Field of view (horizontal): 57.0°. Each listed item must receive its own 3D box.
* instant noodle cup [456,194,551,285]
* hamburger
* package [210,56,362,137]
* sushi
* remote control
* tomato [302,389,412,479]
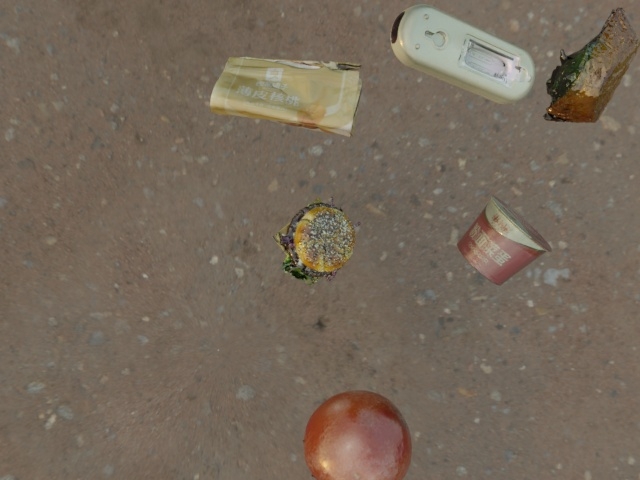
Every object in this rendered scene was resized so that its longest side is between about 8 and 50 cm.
[{"bbox_3d":[0.527,0.009,1.726,0.234,0.235,0.178,40,109,-1],"label":"instant noodle cup"},{"bbox_3d":[-0.001,0.004,1.233,0.164,0.093,0.190,42,74,-17],"label":"hamburger"},{"bbox_3d":[-0.066,-0.339,1.333,0.311,0.221,0.165,10,101,5],"label":"package"},{"bbox_3d":[0.625,-0.393,1.386,0.149,0.287,0.140,-16,46,-34],"label":"sushi"},{"bbox_3d":[0.195,-0.244,0.782,0.221,0.042,0.078,15,95,-23],"label":"remote control"},{"bbox_3d":[0.099,0.494,1.424,0.264,0.265,0.265,2,79,-10],"label":"tomato"}]
